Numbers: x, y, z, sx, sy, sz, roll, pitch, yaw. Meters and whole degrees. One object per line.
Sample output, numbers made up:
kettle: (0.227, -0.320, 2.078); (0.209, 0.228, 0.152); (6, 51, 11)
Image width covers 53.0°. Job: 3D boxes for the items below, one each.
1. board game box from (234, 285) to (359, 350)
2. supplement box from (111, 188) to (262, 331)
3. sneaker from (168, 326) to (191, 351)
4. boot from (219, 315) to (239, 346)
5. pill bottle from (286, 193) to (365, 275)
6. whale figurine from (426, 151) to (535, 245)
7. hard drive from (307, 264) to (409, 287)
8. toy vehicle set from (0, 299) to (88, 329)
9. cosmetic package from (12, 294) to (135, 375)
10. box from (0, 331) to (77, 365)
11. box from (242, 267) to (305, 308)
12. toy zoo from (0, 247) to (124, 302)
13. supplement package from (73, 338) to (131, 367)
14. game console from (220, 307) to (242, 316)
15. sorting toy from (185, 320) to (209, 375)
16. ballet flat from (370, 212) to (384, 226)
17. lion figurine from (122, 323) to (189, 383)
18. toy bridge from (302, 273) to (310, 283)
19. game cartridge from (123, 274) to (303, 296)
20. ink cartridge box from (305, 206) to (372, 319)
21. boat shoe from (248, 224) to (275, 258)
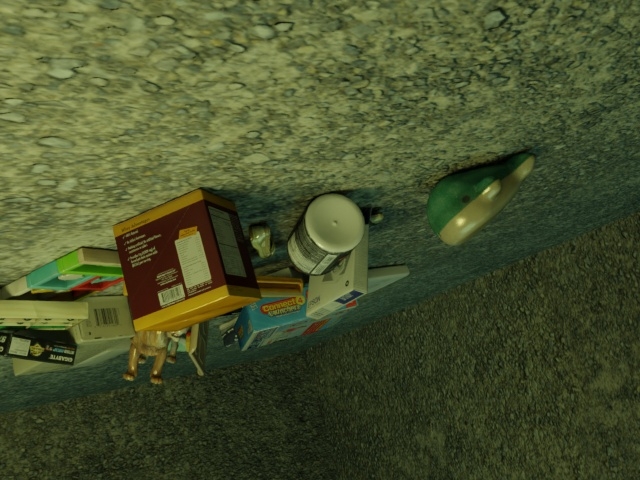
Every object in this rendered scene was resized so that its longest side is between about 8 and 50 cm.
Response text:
board game box: (-0.078, 0.216, 1.842); (0.301, 0.086, 0.308); (-13, 164, -18)
supplement box: (-0.237, 0.041, 1.141); (0.191, 0.194, 0.129); (-21, 165, 16)
sneaker: (-0.519, 0.340, 2.156); (0.151, 0.094, 0.256); (-25, 155, 8)
boot: (-0.304, 0.337, 2.414); (0.190, 0.086, 0.069); (-28, 162, 39)
pill bottle: (0.000, 0.000, 1.397); (0.130, 0.131, 0.246); (-12, 166, -19)
whale figurine: (0.353, -0.113, 1.443); (0.272, 0.141, 0.216); (-41, 167, -5)
hard drive: (0.121, 0.155, 2.298); (0.352, 0.047, 0.233); (-4, 162, -43)
toy vehicle set: (-0.635, 0.155, 1.316); (0.266, 0.035, 0.166); (5, 162, -34)
cosmetic package: (-0.630, 0.241, 1.620); (0.309, 0.113, 0.160); (-25, 163, 32)
box: (-0.695, 0.239, 1.451); (0.220, 0.051, 0.175); (0, 163, 30)
box: (-0.139, 0.156, 1.907); (0.170, 0.091, 0.130); (-20, 166, 12)
toy zoo: (-0.518, 0.086, 1.323); (0.293, 0.030, 0.192); (-23, 165, 24)
supplement package: (-0.625, 0.283, 1.799); (0.179, 0.105, 0.105); (-23, 164, 27)
game console: (-0.328, 0.220, 2.035); (0.361, 0.044, 0.213); (-2, 160, -41)
sorting toy: (-0.341, 0.252, 1.776); (0.038, 0.193, 0.208); (2, 150, -2)
ballet flat: (0.103, -0.026, 1.579); (0.057, 0.049, 0.173); (-8, 164, -35)
lion figurine: (-0.440, 0.244, 1.752); (0.142, 0.241, 0.392); (12, -178, -12)
toy bridge: (-0.041, 0.117, 2.007); (0.063, 0.026, 0.188); (-4, 162, -44)
game cartridge: (-0.247, 0.109, 1.514); (0.323, 0.053, 0.285); (-1, 175, 28)
ink cartridge box: (0.041, 0.051, 1.519); (0.045, 0.224, 0.223); (19, 149, -23)
boat shoe: (-0.120, 0.002, 1.422); (0.048, 0.056, 0.153); (-13, 159, 4)
